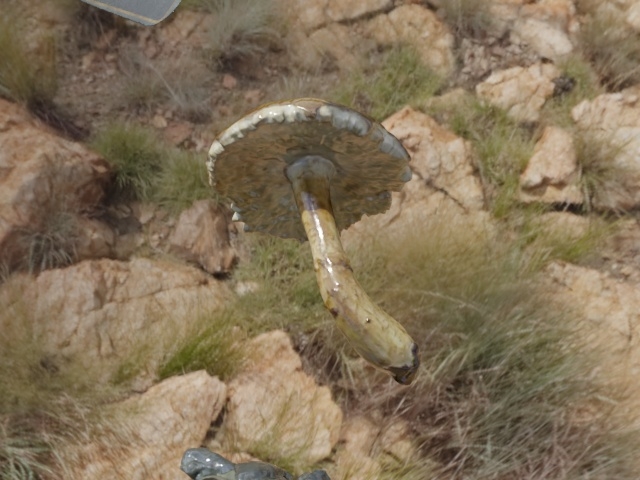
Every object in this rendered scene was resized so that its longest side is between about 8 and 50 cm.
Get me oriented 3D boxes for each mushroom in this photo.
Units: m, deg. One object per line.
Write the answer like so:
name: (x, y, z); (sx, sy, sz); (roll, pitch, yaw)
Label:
mushroom: (0.016, -0.031, 0.709); (0.208, 0.233, 0.301); (-55, 43, 12)

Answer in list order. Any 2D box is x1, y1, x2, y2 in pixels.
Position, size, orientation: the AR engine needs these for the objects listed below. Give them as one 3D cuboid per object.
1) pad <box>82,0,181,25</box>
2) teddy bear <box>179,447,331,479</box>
pad: (-0.247, -0.472, 0.932); (0.375, 0.063, 0.315); (30, 85, 41)
teddy bear: (-0.125, 0.295, 0.670); (0.171, 0.144, 0.251); (22, 63, 38)
